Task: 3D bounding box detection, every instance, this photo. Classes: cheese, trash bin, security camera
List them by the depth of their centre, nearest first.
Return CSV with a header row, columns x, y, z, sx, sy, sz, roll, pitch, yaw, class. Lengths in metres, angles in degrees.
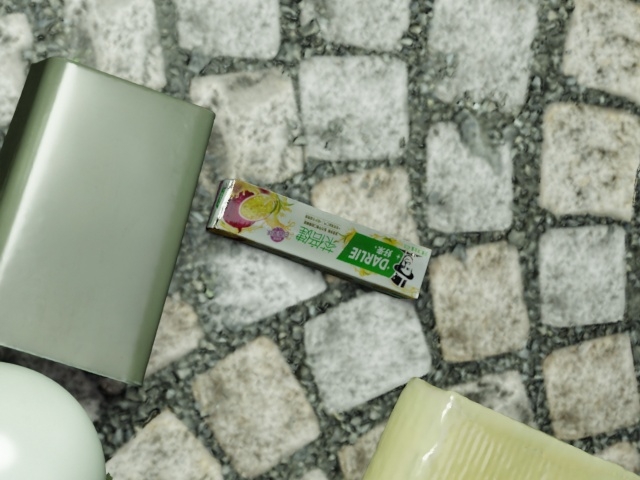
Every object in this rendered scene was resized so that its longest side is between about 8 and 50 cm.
x,y,z,sx,sy,sz,roll,pitch,yaw,class
-0.284,0.175,1.424,0.236,0.194,0.194,20,87,-3,security camera
-0.198,-0.015,1.505,0.164,0.122,0.240,20,84,-19,trash bin
0.140,0.291,1.635,0.242,0.124,0.265,25,86,-15,cheese

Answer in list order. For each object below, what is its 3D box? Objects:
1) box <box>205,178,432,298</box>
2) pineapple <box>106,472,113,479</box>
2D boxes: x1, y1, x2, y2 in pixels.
x,y,z,sx,sy,sz,roll,pitch,yaw,class
0.000,0.000,1.613,0.207,0.041,0.050,20,84,-19,box
-0.201,0.339,1.532,0.130,0.119,0.277,18,85,24,pineapple
